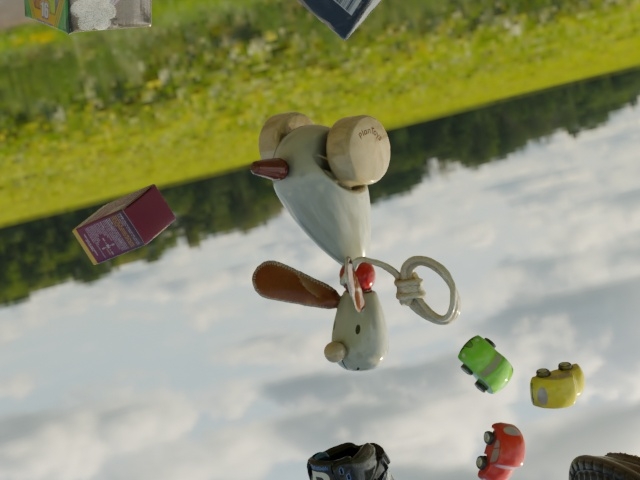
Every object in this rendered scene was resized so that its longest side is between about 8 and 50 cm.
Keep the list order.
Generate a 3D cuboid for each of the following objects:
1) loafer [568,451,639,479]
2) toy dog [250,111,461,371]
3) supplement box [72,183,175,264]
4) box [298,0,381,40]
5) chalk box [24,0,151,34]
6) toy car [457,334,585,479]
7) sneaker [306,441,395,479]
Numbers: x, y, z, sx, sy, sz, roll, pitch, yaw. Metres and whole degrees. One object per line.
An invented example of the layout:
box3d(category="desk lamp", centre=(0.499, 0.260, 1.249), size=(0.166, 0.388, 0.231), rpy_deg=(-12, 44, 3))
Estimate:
box3d(category="loafer", centre=(0.448, 0.339, 1.697), size=(0.130, 0.133, 0.366), rpy_deg=(-10, -166, -34))
box3d(category="toy dog", centre=(0.000, 0.000, 1.682), size=(0.161, 0.333, 0.220), rpy_deg=(-20, 174, -42))
box3d(category="supplement box", centre=(-0.192, -0.015, 1.384), size=(0.083, 0.043, 0.055), rpy_deg=(-19, -163, 42))
box3d(category="box", centre=(-0.008, -0.360, 1.427), size=(0.184, 0.261, 0.103), rpy_deg=(-49, 180, -24))
box3d(category="chalk box", centre=(-0.308, -0.392, 1.866), size=(0.132, 0.213, 0.132), rpy_deg=(-12, -156, -36))
box3d(category="toy car", centre=(0.290, 0.235, 2.160), size=(0.239, 0.225, 0.053), rpy_deg=(-47, -152, -10))
box3d(category="sneaker", centre=(0.000, 0.292, 1.467), size=(0.079, 0.121, 0.217), rpy_deg=(-1, -148, 38))
